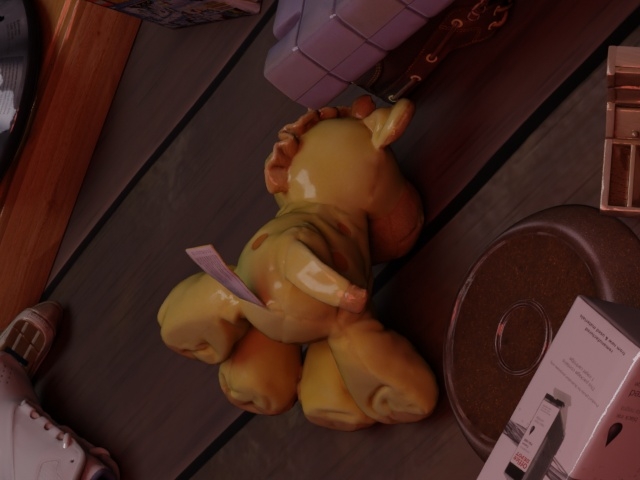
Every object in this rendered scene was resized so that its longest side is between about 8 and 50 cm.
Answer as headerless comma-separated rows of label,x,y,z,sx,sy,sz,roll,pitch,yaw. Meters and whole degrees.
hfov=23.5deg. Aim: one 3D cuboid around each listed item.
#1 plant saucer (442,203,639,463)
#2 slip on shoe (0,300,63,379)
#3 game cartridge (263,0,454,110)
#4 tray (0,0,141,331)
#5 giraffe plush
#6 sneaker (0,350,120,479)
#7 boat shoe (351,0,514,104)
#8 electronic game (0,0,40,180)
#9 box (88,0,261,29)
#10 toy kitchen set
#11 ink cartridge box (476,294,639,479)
plant saucer,0.124,0.059,0.889,0.168,0.029,0.168,-21,63,49
slip on shoe,-0.276,0.099,1.408,0.135,0.051,0.041,-51,2,42
game cartridge,0.074,-0.270,0.971,0.230,0.068,0.355,-31,37,40
tray,-0.279,-0.140,1.464,0.203,0.076,0.411,35,108,53
giraffe plush,0.000,0.000,0.976,0.181,0.210,0.170,7,56,24
sneaker,-0.224,0.199,1.271,0.129,0.111,0.297,-42,49,16
boat shoe,0.086,-0.158,0.983,0.207,0.073,0.073,-35,22,47
electronic game,-0.323,-0.131,1.418,0.229,0.048,0.229,-22,60,46
box,-0.123,-0.204,1.256,0.137,0.094,0.027,2,80,53
toy kitchen set,0.185,-0.056,0.817,0.068,0.083,0.075,4,79,12
ink cartridge box,0.147,0.105,0.781,0.056,0.099,0.135,46,116,49
